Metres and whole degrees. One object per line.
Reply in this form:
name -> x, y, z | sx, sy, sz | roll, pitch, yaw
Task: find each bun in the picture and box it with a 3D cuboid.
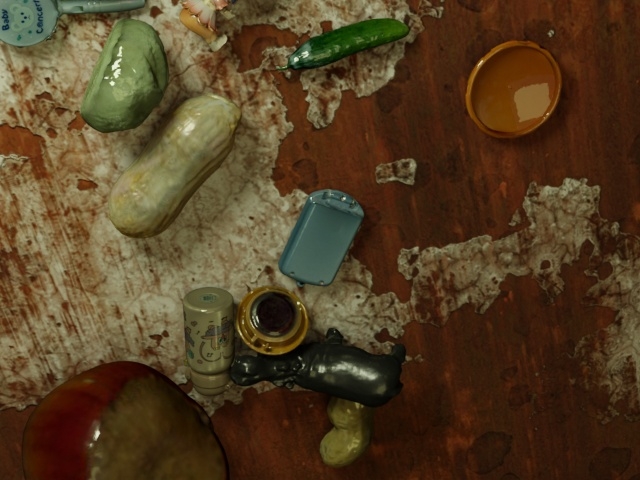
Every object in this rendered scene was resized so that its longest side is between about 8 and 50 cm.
bun -> -0.313, -0.261, 1.703 | 0.118, 0.195, 0.195 | 25, 106, -18

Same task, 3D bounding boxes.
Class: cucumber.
cucumber -> 0.038, -0.347, 1.837 | 0.250, 0.056, 0.056 | -20, 118, -8

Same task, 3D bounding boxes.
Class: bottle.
bottle -> -0.220, 0.200, 2.011 | 0.110, 0.097, 0.209 | 10, 117, 16

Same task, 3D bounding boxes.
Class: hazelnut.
hazelnut -> -0.362, 0.417, 1.956 | 0.359, 0.359, 0.409 | -36, 123, 4

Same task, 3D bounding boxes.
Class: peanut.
peanut -> 0.062, 0.380, 2.172 | 0.103, 0.098, 0.229 | 19, 115, 22

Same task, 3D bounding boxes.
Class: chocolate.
chocolate -> -0.260, -0.131, 1.820 | 0.134, 0.134, 0.309 | 38, 101, -27

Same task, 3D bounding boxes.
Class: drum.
drum -> -0.422, -0.365, 1.708 | 0.253, 0.049, 0.130 | 4, 126, -28

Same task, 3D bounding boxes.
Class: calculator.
calculator -> 0.000, 0.000, 2.002 | 0.121, 0.039, 0.210 | 18, 110, -20

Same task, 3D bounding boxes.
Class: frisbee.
frisbee -> 0.362, -0.286, 1.962 | 0.192, 0.035, 0.192 | -5, 115, -12

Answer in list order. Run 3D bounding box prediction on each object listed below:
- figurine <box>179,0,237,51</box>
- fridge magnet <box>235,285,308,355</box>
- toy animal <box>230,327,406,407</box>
figurine -> -0.155, -0.417, 1.721 | 0.195, 0.111, 0.102 | -50, 137, 11
fridge magnet -> -0.093, 0.152, 2.004 | 0.143, 0.143, 0.063 | -5, 157, -12
toy animal -> -0.003, 0.248, 2.055 | 0.343, 0.168, 0.106 | 6, 116, -2
